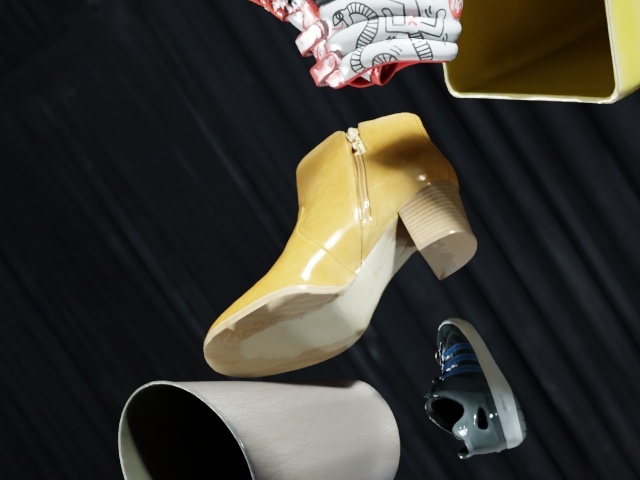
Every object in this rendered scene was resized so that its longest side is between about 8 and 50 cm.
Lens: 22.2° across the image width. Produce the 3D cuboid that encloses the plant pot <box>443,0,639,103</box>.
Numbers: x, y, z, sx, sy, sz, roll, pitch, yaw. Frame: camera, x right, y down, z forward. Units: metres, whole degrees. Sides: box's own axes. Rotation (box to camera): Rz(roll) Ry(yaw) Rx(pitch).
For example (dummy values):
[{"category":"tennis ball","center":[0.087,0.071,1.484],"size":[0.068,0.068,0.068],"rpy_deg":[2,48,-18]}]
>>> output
[{"category":"plant pot","center":[0.236,-0.248,1.449],"size":[0.187,0.212,0.212],"rpy_deg":[-19,17,-35]}]

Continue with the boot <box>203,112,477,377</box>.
[{"category":"boot","center":[0.000,-0.001,1.610],"size":[0.295,0.104,0.211],"rpy_deg":[-27,41,2]}]

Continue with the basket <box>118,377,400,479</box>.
[{"category":"basket","center":[-0.044,0.208,1.566],"size":[0.227,0.204,0.154],"rpy_deg":[-3,-60,-44]}]

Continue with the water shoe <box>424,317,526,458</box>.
[{"category":"water shoe","center":[0.137,0.143,1.635],"size":[0.080,0.073,0.203],"rpy_deg":[-18,27,-7]}]

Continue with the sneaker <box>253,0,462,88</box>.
[{"category":"sneaker","center":[-0.023,-0.182,1.177],"size":[0.270,0.144,0.090],"rpy_deg":[2,8,23]}]
